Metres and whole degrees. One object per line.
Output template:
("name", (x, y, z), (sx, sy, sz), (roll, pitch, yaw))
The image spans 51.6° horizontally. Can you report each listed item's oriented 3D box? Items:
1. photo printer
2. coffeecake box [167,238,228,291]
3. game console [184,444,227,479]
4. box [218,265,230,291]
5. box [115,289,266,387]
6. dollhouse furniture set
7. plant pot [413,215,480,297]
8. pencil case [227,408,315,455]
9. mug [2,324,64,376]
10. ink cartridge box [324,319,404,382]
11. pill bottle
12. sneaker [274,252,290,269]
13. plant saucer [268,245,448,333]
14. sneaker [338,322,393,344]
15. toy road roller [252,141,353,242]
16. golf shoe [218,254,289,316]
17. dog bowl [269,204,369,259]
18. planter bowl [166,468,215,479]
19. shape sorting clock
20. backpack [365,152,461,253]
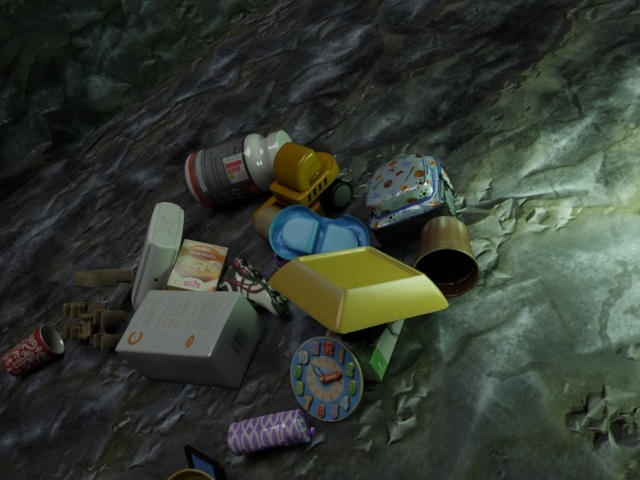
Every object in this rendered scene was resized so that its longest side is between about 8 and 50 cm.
("photo printer", (-0.526, 0.066, 2.123), (0.107, 0.307, 0.256), (14, 32, -15))
("coffeecake box", (-0.374, 0.097, 2.030), (0.142, 0.068, 0.185), (12, 49, -1))
("game console", (-0.298, 0.583, 1.590), (0.144, 0.124, 0.085), (12, 30, 39))
("box", (-0.338, 0.164, 2.073), (0.191, 0.045, 0.184), (-6, 48, 26))
("box", (-0.366, 0.275, 1.879), (0.345, 0.168, 0.215), (-1, 49, 30))
("dollhouse furniture set", (-0.707, 0.220, 2.162), (0.212, 0.161, 0.242), (5, 94, 36))
("plant pot", (0.324, 0.032, 1.716), (0.167, 0.167, 0.165), (-14, 36, 20))
("pencil case", (-0.124, 0.466, 1.595), (0.206, 0.088, 0.086), (-16, 39, 18))
("mug", (-0.952, 0.375, 2.213), (0.169, 0.150, 0.113), (-33, 76, 4))
("ink cartridge box", (0.109, 0.234, 1.683), (0.160, 0.092, 0.219), (3, 50, 34))
("pill bottle", (-0.275, -0.256, 2.333), (0.363, 0.210, 0.210), (-14, 43, 20))
("sneaker", (-0.084, 0.080, 1.979), (0.170, 0.071, 0.068), (22, 62, 43))
("plant saucer", (0.090, 0.098, 1.616), (0.333, 0.081, 0.333), (-8, 21, -31))
("sneaker", (0.059, 0.194, 1.621), (0.234, 0.078, 0.106), (13, 55, 38))
("toy road roller", (-0.082, -0.156, 2.086), (0.329, 0.240, 0.202), (-46, 42, -17))
("golf shoe", (-0.193, 0.161, 1.942), (0.120, 0.105, 0.273), (-49, 48, -4))
("dog bowl", (0.000, 0.000, 1.923), (0.297, 0.074, 0.166), (13, 79, 13))
("planter bowl", (-0.265, 0.623, 1.493), (0.217, 0.090, 0.217), (-6, 78, 27))
("shape sorting clock", (0.011, 0.335, 1.598), (0.206, 0.040, 0.206), (-2, 86, 33))
("backpack", (0.254, -0.124, 1.887), (0.276, 0.213, 0.263), (-16, 32, 22))
